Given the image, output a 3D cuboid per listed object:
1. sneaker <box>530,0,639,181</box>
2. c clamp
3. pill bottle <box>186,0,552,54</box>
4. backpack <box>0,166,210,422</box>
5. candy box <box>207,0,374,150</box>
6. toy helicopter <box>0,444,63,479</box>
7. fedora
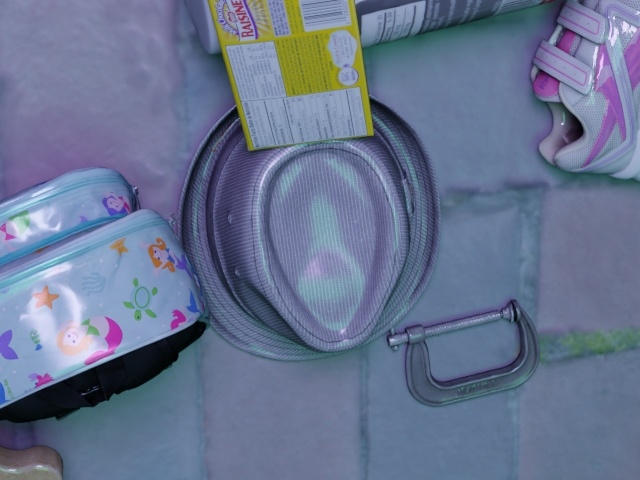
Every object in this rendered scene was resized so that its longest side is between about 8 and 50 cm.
[{"bbox_3d":[0.248,-0.165,1.157,0.111,0.103,0.252,-10,110,-13],"label":"sneaker"},{"bbox_3d":[0.141,0.099,1.263,0.161,0.022,0.137,-7,110,-12],"label":"c clamp"},{"bbox_3d":[0.048,-0.247,1.034,0.319,0.176,0.176,-15,112,-10],"label":"pill bottle"},{"bbox_3d":[-0.206,0.051,1.031,0.225,0.253,0.191,-23,93,-5],"label":"backpack"},{"bbox_3d":[-0.021,-0.144,0.973,0.105,0.027,0.206,-4,145,5],"label":"candy box"},{"bbox_3d":[-0.260,0.289,1.158,0.355,0.140,0.235,19,112,-18],"label":"toy helicopter"},{"bbox_3d":[0.000,0.000,1.129,0.244,0.124,0.275,-4,108,-10],"label":"fedora"}]
